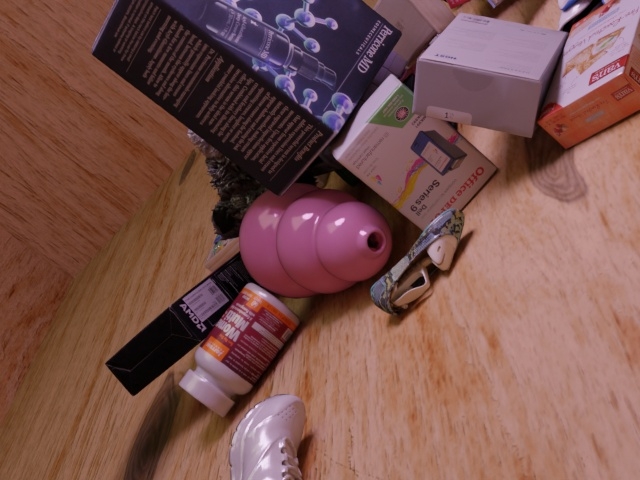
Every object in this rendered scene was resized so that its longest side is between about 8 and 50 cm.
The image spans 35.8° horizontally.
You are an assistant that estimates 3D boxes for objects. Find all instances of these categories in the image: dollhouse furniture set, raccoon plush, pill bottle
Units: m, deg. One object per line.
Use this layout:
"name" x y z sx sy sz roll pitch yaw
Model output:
"dollhouse furniture set" 0.286 -0.460 1.890 0.303 0.286 0.198 -41 1 -15
"raccoon plush" -0.166 -0.163 2.010 0.216 0.299 0.446 -21 -6 -12
"pill bottle" -0.145 0.195 1.757 0.221 0.121 0.121 -53 17 -10

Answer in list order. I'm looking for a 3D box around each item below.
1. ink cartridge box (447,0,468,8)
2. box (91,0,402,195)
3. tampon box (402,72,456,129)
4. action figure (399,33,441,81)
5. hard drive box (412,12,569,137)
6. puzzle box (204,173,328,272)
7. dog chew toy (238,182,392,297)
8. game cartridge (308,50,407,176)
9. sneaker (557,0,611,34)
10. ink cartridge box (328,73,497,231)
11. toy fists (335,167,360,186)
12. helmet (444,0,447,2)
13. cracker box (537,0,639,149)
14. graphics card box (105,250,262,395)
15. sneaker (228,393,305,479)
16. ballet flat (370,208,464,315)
"ink cartridge box" 0.368 -0.606 2.018 0.273 0.114 0.197 -22 28 21
"box" -0.117 -0.325 1.640 0.212 0.395 0.293 -43 13 50
"tampon box" 0.171 -0.203 1.791 0.101 0.120 0.161 -42 19 27
"action figure" 0.187 -0.393 2.119 0.370 0.276 0.248 15 71 50
"hard drive box" 0.258 -0.254 1.485 0.232 0.181 0.089 -50 -30 -54
"puzzle box" -0.115 -0.109 2.431 0.409 0.052 0.272 -40 19 31
"dog chew toy" 0.000 0.000 1.687 0.206 0.206 0.332 -56 25 -18
"game cartridge" 0.042 -0.237 1.942 0.230 0.068 0.355 -57 12 -9
"sneaker" 0.414 -0.418 1.613 0.236 0.130 0.323 -52 22 -18
"ink cartridge box" 0.144 -0.130 1.553 0.154 0.212 0.093 -48 19 9
"toy fists" 0.075 -0.220 2.113 0.142 0.096 0.279 -46 16 10
"helmet" 0.326 -0.644 2.283 0.169 0.169 0.161 -27 45 52
"cracker box" 0.407 -0.253 1.398 0.156 0.067 0.232 -31 26 49
"graphics card box" -0.235 0.140 1.961 0.233 0.094 0.371 -39 3 34
"sneaker" -0.067 0.337 1.344 0.129 0.111 0.297 -15 40 36
"ballet flat" 0.155 0.038 1.457 0.188 0.070 0.070 -49 17 11
